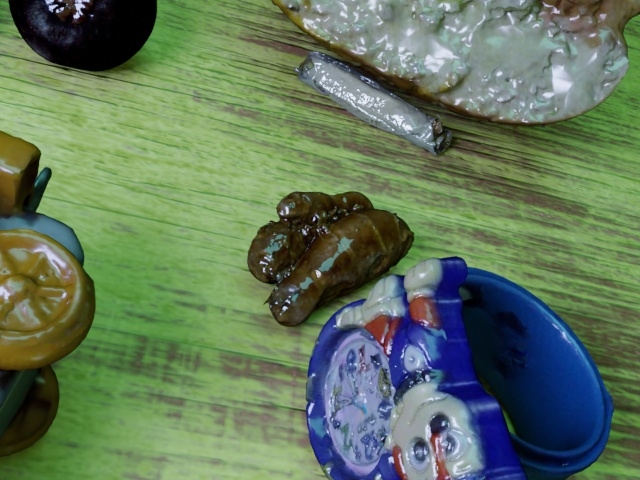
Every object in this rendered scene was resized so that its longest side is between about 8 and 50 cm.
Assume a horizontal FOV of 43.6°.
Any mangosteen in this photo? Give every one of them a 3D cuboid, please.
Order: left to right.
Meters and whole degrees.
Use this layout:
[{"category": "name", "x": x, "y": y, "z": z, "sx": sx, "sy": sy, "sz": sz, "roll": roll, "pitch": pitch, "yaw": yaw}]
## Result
[{"category": "mangosteen", "x": -0.229, "y": -0.231, "z": 0.782, "sx": 0.137, "sy": 0.137, "sz": 0.151, "roll": 11, "pitch": 11, "yaw": -13}]

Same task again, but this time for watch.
[{"category": "watch", "x": 0.106, "y": 0.114, "z": 0.561, "sx": 0.200, "sy": 0.171, "sz": 0.196, "roll": 4, "pitch": 58, "yaw": -34}]

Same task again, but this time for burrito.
[{"category": "burrito", "x": 0.057, "y": -0.149, "z": 0.870, "sx": 0.185, "sy": 0.041, "sz": 0.045, "roll": 33, "pitch": 86, "yaw": 10}]

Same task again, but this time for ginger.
[{"category": "ginger", "x": 0.000, "y": 0.000, "z": 0.675, "sx": 0.103, "sy": 0.073, "sz": 0.162, "roll": 43, "pitch": 48, "yaw": 21}]

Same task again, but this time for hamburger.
[{"category": "hamburger", "x": 0.135, "y": -0.295, "z": 0.884, "sx": 0.445, "sy": 0.268, "sz": 0.287, "roll": 24, "pitch": 14, "yaw": 3}]

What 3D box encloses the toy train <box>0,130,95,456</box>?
[{"category": "toy train", "x": -0.259, "y": 0.072, "z": 0.414, "sx": 0.231, "sy": 0.163, "sz": 0.369, "roll": 24, "pitch": 48, "yaw": -7}]
